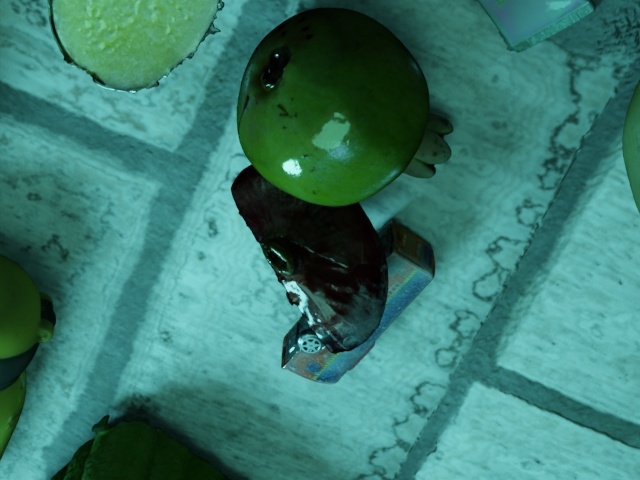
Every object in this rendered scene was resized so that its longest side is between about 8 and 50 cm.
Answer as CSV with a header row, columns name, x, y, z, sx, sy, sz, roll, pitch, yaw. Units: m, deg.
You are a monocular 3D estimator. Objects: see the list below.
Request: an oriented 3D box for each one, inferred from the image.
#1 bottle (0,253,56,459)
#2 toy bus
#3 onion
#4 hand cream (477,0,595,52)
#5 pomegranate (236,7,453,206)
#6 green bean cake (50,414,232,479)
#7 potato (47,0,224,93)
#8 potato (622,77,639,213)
name,x,y,z,sx,sy,sz,roll,pitch,yaw
bottle,-0.396,0.159,1.658,0.171,0.171,0.351,24,121,-6
toy bus,0.036,0.066,1.585,0.077,0.065,0.192,29,123,-17
onion,0.000,0.000,1.478,0.098,0.151,0.206,-31,79,6
hand cream,0.129,-0.278,1.365,0.079,0.050,0.275,-10,130,47
pomegranate,0.030,-0.106,1.408,0.210,0.179,0.179,29,123,-12
green bean cake,-0.204,0.348,1.751,0.247,0.156,0.250,36,121,-15
potato,-0.154,-0.233,1.417,0.164,0.081,0.200,33,119,-2
potato,0.395,-0.111,1.310,0.243,0.221,0.326,52,127,28
